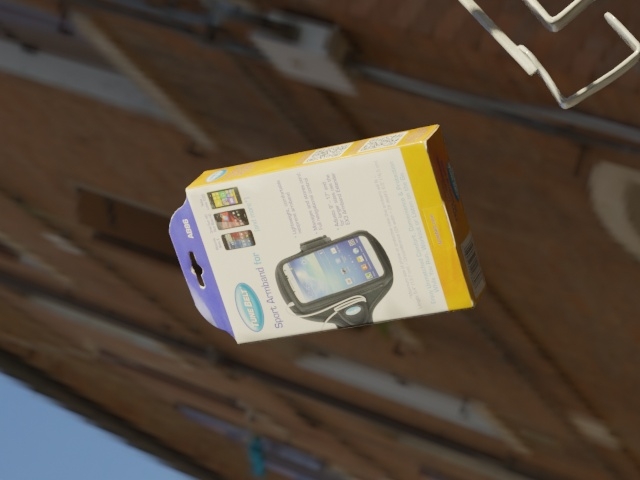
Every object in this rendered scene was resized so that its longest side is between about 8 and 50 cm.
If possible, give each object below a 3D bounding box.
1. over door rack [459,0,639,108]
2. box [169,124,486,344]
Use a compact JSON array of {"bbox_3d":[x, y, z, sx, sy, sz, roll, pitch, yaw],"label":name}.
[{"bbox_3d":[0.007,-0.174,0.969,0.108,0.324,0.239,-54,-10,1],"label":"over door rack"},{"bbox_3d":[0.000,0.000,0.864,0.028,0.136,0.081,-47,-57,-59],"label":"box"}]
